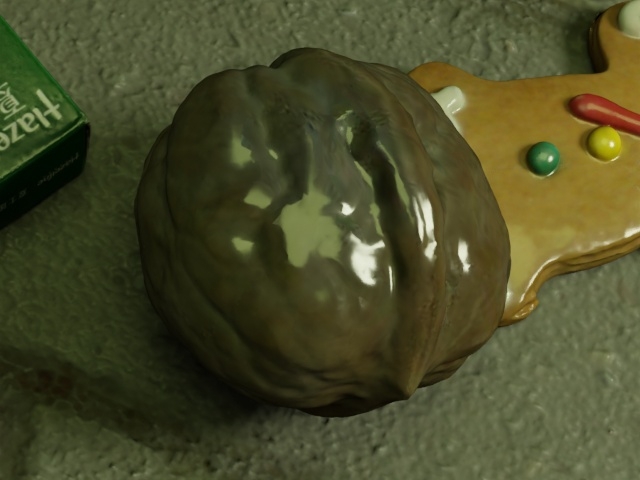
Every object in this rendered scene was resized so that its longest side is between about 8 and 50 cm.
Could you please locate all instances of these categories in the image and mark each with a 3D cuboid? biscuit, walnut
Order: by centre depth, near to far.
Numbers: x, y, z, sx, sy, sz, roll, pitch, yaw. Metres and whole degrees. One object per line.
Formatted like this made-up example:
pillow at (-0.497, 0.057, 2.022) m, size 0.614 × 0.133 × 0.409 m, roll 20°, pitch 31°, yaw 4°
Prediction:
walnut at (0.000, 0.000, 1.005) m, size 0.224 × 0.224 × 0.224 m, roll 2°, pitch 64°, yaw -5°
biscuit at (0.219, -0.070, 1.142) m, size 0.339 × 0.047 × 0.216 m, roll -10°, pitch 67°, yaw -10°

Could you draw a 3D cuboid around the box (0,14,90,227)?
box at (-0.258, -0.055, 1.060) m, size 0.199 × 0.081 × 0.135 m, roll -37°, pitch 78°, yaw -20°
